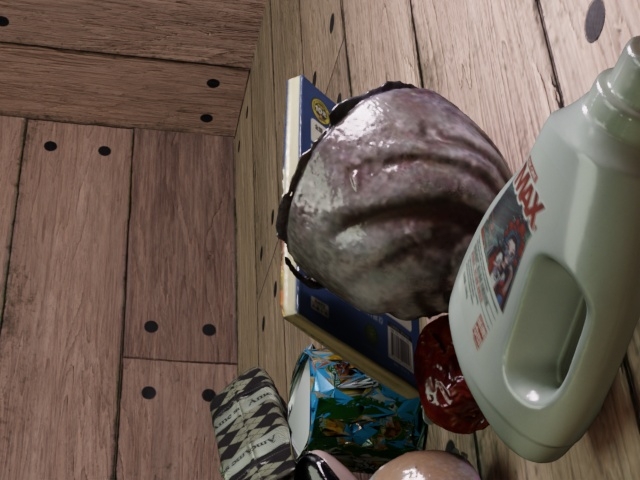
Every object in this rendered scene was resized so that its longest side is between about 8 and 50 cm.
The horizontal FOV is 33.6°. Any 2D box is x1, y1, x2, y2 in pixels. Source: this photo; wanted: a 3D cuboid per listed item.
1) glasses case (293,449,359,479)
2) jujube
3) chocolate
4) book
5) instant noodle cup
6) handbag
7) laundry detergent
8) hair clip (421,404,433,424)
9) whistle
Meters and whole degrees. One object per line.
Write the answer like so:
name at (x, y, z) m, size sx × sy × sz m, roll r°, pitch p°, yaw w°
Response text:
glasses case at (0.066, 0.434, 1.518) m, size 0.314 × 0.075 × 0.122 m, roll 47°, pitch 145°, yaw 29°
jujube at (0.173, 0.159, 1.310) m, size 0.176 × 0.112 × 0.109 m, roll -97°, pitch 16°, yaw -59°
chocolate at (0.122, -0.019, 1.299) m, size 0.213 × 0.303 × 0.303 m, roll 38°, pitch 130°, yaw 36°
book at (0.050, -0.010, 1.565) m, size 0.039 × 0.300 × 0.428 m, roll -25°, pitch 47°, yaw 31°
instant noodle cup at (0.052, 0.266, 1.677) m, size 0.240 × 0.178 × 0.240 m, roll -175°, pitch 90°, yaw -78°
handbag at (-0.045, 0.444, 1.901) m, size 0.317 × 0.180 × 0.416 m, roll 55°, pitch -179°, yaw -21°
laundry detergent at (0.247, 0.000, 1.003) m, size 0.264 × 0.124 × 0.398 m, roll -97°, pitch 18°, yaw -46°
hair clip at (0.154, 0.221, 1.569) m, size 0.115 × 0.030 × 0.039 m, roll -99°, pitch 16°, yaw -48°
whistle at (0.127, 0.363, 1.331) m, size 0.348 × 0.189 × 0.189 m, roll 84°, pitch -173°, yaw -74°
